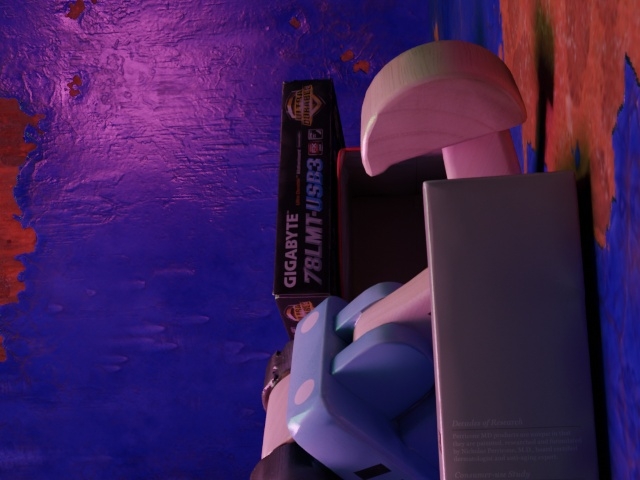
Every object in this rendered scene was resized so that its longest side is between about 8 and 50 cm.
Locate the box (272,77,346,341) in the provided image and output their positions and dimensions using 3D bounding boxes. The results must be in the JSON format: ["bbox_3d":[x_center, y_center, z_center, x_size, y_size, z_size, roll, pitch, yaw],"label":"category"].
[{"bbox_3d":[0.000,0.000,1.095,0.295,0.073,0.293,76,-168,-61],"label":"box"}]

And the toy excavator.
[{"bbox_3d":[0.100,0.096,0.806,0.433,0.445,0.222,40,-156,-19],"label":"toy excavator"}]

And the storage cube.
[{"bbox_3d":[0.119,0.004,1.037,0.193,0.183,0.215,63,-155,-77],"label":"storage cube"}]

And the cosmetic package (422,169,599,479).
[{"bbox_3d":[0.124,0.078,0.581,0.127,0.107,0.238,41,-137,-79],"label":"cosmetic package"}]
